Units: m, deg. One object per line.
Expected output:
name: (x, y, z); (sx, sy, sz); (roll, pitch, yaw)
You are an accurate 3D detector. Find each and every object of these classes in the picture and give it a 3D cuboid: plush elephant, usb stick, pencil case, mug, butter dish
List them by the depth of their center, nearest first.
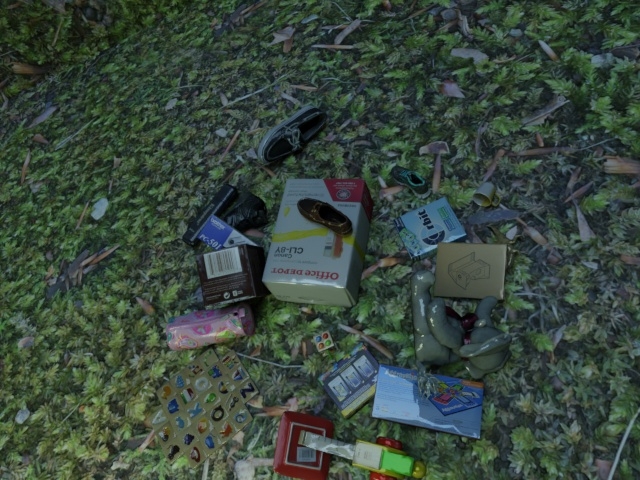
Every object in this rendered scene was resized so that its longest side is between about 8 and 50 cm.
plush elephant: (0.373, 0.241, 1.265); (0.255, 0.272, 0.330); (-4, 65, 9)
butter dish: (-0.060, 0.562, 1.323); (0.160, 0.118, 0.160); (19, 61, -19)
mug: (0.530, -0.147, 1.541); (0.062, 0.078, 0.064); (0, 48, 55)
pencil case: (-0.353, 0.275, 1.562); (0.284, 0.124, 0.124); (-13, 60, 12)
usb stick: (-0.415, -0.098, 1.821); (0.077, 0.045, 0.278); (29, 75, 28)

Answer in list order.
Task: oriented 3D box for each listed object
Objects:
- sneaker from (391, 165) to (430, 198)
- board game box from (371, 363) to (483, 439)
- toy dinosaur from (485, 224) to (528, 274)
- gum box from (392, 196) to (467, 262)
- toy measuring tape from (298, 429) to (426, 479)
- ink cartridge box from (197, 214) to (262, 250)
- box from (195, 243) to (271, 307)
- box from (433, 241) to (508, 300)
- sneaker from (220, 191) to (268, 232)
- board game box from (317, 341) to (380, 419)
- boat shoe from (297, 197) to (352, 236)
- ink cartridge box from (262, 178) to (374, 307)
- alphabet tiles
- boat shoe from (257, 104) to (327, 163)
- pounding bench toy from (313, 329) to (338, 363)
sneaker: (0.303, -0.213, 1.630); (0.065, 0.076, 0.166); (-44, 59, -9)
board game box: (0.286, 0.429, 1.296); (0.281, 0.027, 0.145); (9, 67, 10)
toy dinosaur: (0.560, 0.008, 1.444); (0.092, 0.053, 0.183); (-17, 59, 10)
gum box: (0.346, -0.035, 1.543); (0.184, 0.041, 0.157); (-24, 59, 6)
toy measuring tape: (0.109, 0.557, 1.258); (0.330, 0.121, 0.121); (8, 66, 16)
ink cartridge box: (-0.312, 0.008, 1.677); (0.207, 0.046, 0.097); (34, 92, 7)
box: (-0.271, 0.111, 1.539); (0.168, 0.203, 0.167); (-13, 84, 8)
box: (0.437, 0.089, 1.414); (0.201, 0.021, 0.164); (1, 79, 31)
sneaker: (-0.277, -0.066, 1.735); (0.130, 0.087, 0.227); (26, 68, 34)
board game box: (0.100, 0.401, 1.389); (0.170, 0.048, 0.141); (-37, 60, -4)
boat shoe: (0.010, -0.085, 1.473); (0.207, 0.073, 0.073); (27, 73, 27)
ink cartridge box: (0.000, 0.000, 1.566); (0.279, 0.160, 0.385); (3, 64, 18)
alphabet tiles: (-0.366, 0.512, 1.504); (0.342, 0.011, 0.285); (-39, 59, -4)
boat shoe: (-0.101, -0.393, 1.837); (0.306, 0.113, 0.105); (-38, 43, -15)
pounding bench toy: (0.021, 0.321, 1.446); (0.052, 0.065, 0.083); (-25, 59, 4)
